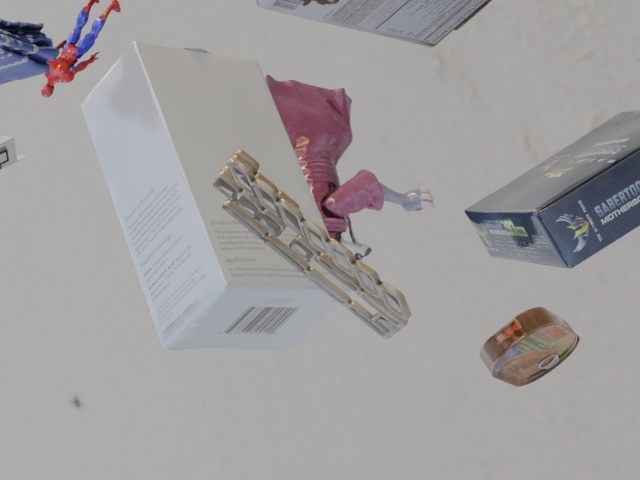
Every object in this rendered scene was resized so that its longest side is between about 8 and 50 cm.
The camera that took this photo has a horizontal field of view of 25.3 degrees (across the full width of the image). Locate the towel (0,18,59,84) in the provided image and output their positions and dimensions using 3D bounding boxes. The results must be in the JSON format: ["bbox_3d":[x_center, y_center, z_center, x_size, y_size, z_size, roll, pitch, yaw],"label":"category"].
[{"bbox_3d":[-0.377,-0.146,1.028,0.243,0.336,0.040,-12,80,22],"label":"towel"}]

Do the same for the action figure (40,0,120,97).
[{"bbox_3d":[-0.228,-0.179,1.329,0.038,0.115,0.030,28,156,6],"label":"action figure"}]

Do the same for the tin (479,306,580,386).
[{"bbox_3d":[0.264,0.133,1.792,0.040,0.106,0.189,59,-166,24],"label":"tin"}]

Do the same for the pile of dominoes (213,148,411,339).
[{"bbox_3d":[0.000,0.000,1.472,0.251,0.040,0.196,39,166,0],"label":"pile of dominoes"}]

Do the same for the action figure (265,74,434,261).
[{"bbox_3d":[-0.016,-0.093,2.128,0.248,0.275,0.370,-36,50,22],"label":"action figure"}]

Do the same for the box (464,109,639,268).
[{"bbox_3d":[0.239,-0.049,1.224,0.059,0.183,0.232,59,174,-5],"label":"box"}]

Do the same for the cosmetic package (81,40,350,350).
[{"bbox_3d":[-0.140,-0.059,1.843,0.156,0.217,0.385,-45,55,36],"label":"cosmetic package"}]

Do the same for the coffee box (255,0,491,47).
[{"bbox_3d":[0.034,-0.274,1.308,0.098,0.246,0.141,-39,64,34],"label":"coffee box"}]

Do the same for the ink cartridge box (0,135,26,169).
[{"bbox_3d":[-0.345,-0.087,1.455,0.048,0.083,0.028,7,114,28],"label":"ink cartridge box"}]
